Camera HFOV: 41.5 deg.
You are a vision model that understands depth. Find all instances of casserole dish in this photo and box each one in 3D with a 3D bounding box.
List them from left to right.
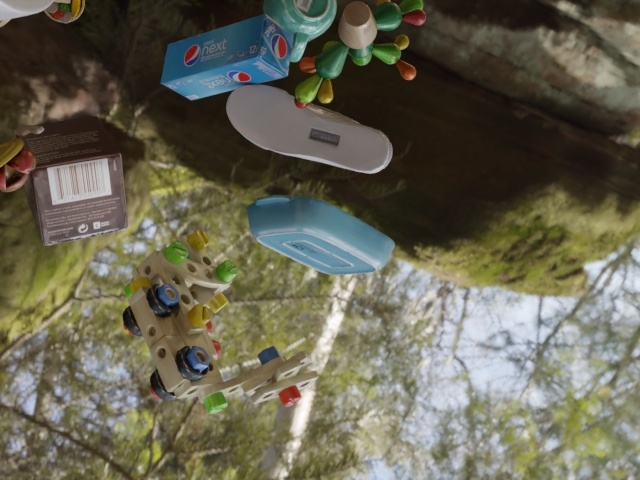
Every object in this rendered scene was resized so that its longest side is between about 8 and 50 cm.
[{"bbox_3d":[0.000,0.000,0.928,0.188,0.114,0.037,29,-117,-45],"label":"casserole dish"}]

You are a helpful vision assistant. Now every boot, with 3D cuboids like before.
[{"bbox_3d":[-0.018,-0.163,1.305,0.258,0.095,0.123,22,-178,-1],"label":"boot"}]

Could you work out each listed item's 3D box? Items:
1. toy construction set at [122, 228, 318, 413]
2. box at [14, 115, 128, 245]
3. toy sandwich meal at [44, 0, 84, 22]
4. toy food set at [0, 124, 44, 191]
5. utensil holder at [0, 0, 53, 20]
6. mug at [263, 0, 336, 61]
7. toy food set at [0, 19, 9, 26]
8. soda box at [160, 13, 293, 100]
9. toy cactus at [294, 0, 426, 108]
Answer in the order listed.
[{"bbox_3d":[-0.162,0.128,1.218,0.327,0.151,0.215,46,-159,27],"label":"toy construction set"},{"bbox_3d":[-0.485,-0.121,1.648,0.168,0.167,0.203,-13,-147,-22],"label":"box"},{"bbox_3d":[-0.438,-0.408,1.424,0.085,0.085,0.029,19,-158,-6],"label":"toy sandwich meal"},{"bbox_3d":[-0.505,-0.093,1.313,0.128,0.071,0.218,5,-137,49],"label":"toy food set"},{"bbox_3d":[-0.572,-0.421,1.094,0.385,0.327,0.327,-3,-151,13],"label":"utensil holder"},{"bbox_3d":[-0.029,-0.437,1.616,0.129,0.157,0.097,-27,-170,-20],"label":"mug"},{"bbox_3d":[-0.466,-0.350,1.254,0.083,0.082,0.020,6,154,47],"label":"toy food set"},{"bbox_3d":[-0.142,-0.271,1.266,0.210,0.071,0.067,-4,161,38],"label":"soda box"},{"bbox_3d":[0.052,-0.255,1.117,0.112,0.219,0.180,61,-179,8],"label":"toy cactus"}]
